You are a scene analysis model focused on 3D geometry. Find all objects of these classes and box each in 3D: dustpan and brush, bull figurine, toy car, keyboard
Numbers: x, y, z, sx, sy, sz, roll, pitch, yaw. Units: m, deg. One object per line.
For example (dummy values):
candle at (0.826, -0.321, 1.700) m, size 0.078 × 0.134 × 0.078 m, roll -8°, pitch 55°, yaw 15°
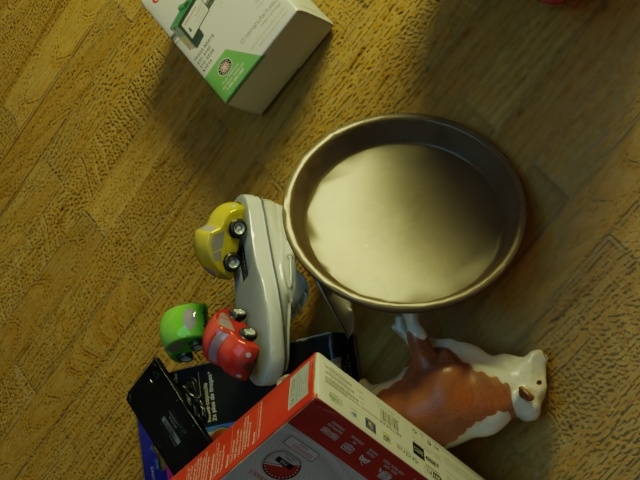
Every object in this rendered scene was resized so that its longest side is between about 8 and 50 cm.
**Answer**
dustpan and brush at (0.000, 0.000, 1.557) m, size 0.060 × 0.147 × 0.211 m, roll -29°, pitch 47°, yaw -2°
bull figurine at (0.101, 0.178, 1.434) m, size 0.310 × 0.101 × 0.188 m, roll -33°, pitch 70°, yaw 9°
toy car at (-0.153, 0.091, 1.588) m, size 0.225 × 0.053 × 0.239 m, roll -44°, pitch 44°, yaw 48°
keyboard at (-0.176, 0.231, 1.620) m, size 0.108 × 0.023 × 0.180 m, roll -51°, pitch 61°, yaw 25°

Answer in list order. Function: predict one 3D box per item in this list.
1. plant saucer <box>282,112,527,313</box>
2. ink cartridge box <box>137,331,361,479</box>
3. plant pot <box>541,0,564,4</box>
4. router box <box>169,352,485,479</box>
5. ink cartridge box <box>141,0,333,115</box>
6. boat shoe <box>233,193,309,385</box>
plant saucer at (0.095, -0.030, 1.447) m, size 0.277 × 0.041 × 0.278 m, roll -1°, pitch 56°, yaw 1°
ink cartridge box at (-0.109, 0.239, 1.626) m, size 0.370 × 0.069 × 0.176 m, roll -17°, pitch 75°, yaw 33°
plant pot at (0.221, -0.432, 1.378) m, size 0.275 × 0.275 × 0.243 m, roll 37°, pitch 97°, yaw 31°
router box at (0.016, 0.324, 1.391) m, size 0.301 × 0.335 × 0.082 m, roll -43°, pitch 22°, yaw 22°
ink cartridge box at (-0.114, -0.298, 1.668) m, size 0.160 × 0.092 × 0.219 m, roll -50°, pitch 62°, yaw 18°
boat shoe at (-0.055, 0.058, 1.566) m, size 0.095 × 0.084 × 0.258 m, roll -43°, pitch 46°, yaw 51°
